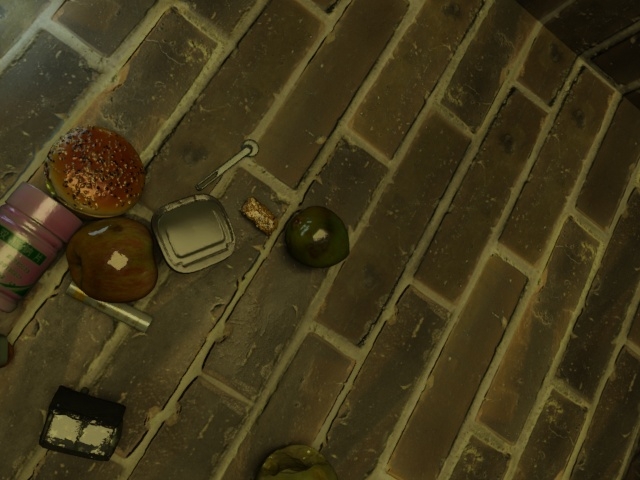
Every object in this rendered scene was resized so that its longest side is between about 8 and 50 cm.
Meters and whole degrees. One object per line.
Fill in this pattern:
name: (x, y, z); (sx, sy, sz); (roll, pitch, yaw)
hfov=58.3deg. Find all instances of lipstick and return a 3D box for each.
lipstick: (-0.642, 0.200, 1.756); (0.264, 0.059, 0.059); (30, 74, -13)

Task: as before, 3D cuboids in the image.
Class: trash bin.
trash bin: (-0.402, -0.008, 1.768); (0.219, 0.250, 0.219); (-20, 89, -21)

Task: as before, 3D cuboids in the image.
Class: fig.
fig: (-0.002, 0.003, 1.937); (0.207, 0.207, 0.230); (-45, 102, -19)

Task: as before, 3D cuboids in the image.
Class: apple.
apple: (-0.608, 0.060, 1.677); (0.264, 0.264, 0.265); (3, 82, -19)
apple: (-0.076, 0.780, 1.788); (0.279, 0.279, 0.279); (3, 82, -19)

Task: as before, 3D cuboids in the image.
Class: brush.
brush: (-0.319, -0.255, 1.956); (0.266, 0.027, 0.062); (-40, 97, -16)

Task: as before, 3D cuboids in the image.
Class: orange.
orange: (-0.917, 0.323, 1.639); (0.086, 0.062, 0.086); (0, 86, -4)

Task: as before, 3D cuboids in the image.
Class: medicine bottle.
medicine bottle: (-0.860, 0.019, 1.621); (0.212, 0.212, 0.325); (38, 73, -11)

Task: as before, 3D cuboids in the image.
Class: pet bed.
pet bed: (-0.669, 0.512, 1.642); (0.210, 0.183, 0.159); (20, 83, -14)

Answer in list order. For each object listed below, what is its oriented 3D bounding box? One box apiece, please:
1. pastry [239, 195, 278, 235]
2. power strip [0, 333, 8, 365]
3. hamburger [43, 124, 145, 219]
pastry: (-0.204, -0.082, 1.954); (0.140, 0.056, 0.080); (37, 84, -14)
power strip: (-1.004, 0.306, 1.539); (0.260, 0.141, 0.230); (-3, 84, -1)
hamburger: (-0.674, -0.200, 1.715); (0.300, 0.176, 0.300); (12, 64, -26)
